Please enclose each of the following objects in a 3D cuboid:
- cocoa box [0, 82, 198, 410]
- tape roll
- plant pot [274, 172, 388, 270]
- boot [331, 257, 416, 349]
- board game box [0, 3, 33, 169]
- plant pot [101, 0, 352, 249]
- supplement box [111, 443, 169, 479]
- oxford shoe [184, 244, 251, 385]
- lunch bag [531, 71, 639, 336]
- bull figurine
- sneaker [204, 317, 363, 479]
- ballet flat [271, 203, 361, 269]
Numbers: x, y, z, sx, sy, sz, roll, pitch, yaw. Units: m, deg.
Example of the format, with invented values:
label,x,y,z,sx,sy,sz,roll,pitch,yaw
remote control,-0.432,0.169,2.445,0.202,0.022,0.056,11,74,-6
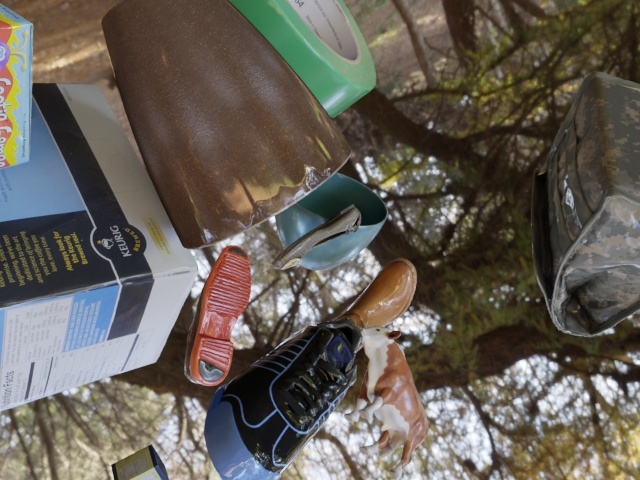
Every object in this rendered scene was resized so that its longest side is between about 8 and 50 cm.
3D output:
label,x,y,z,sx,sy,sz,roll,pitch,yaw
cocoa box,-0.353,-0.008,0.698,0.228,0.347,0.231,-12,147,-40
tape roll,-0.043,-0.330,0.782,0.077,0.321,0.321,-32,-166,27
plant pot,0.002,-0.038,1.418,0.290,0.195,0.290,16,-151,-9
boot,0.088,0.161,1.214,0.283,0.109,0.220,-49,161,19
board game box,-0.385,-0.116,0.408,0.275,0.144,0.142,-37,155,-52
plant pot,-0.115,-0.145,0.576,0.215,0.230,0.215,-27,-162,10
supplement box,-0.348,0.459,1.069,0.083,0.083,0.056,-24,-142,-16
oxford shoe,-0.208,0.137,1.055,0.098,0.097,0.271,-12,-123,50
lunch bag,0.376,-0.034,0.736,0.169,0.287,0.235,13,-127,6
bull figurine,0.138,0.328,1.133,0.101,0.310,0.188,-3,-148,47
sneaker,-0.019,0.123,0.475,0.090,0.081,0.232,-37,-179,14
ballet flat,0.000,0.000,1.174,0.250,0.058,0.084,-34,-178,-34
